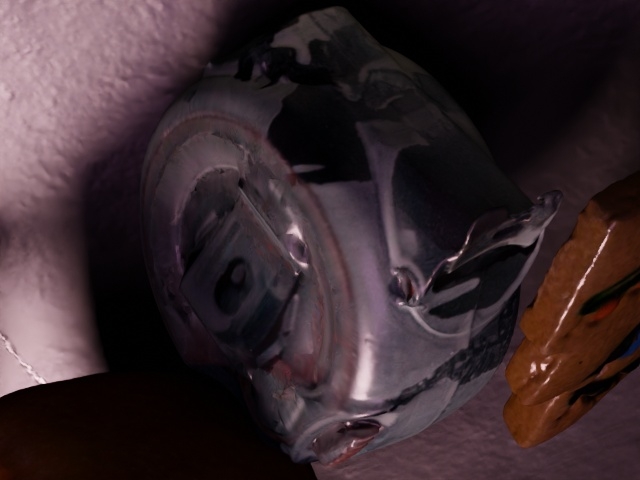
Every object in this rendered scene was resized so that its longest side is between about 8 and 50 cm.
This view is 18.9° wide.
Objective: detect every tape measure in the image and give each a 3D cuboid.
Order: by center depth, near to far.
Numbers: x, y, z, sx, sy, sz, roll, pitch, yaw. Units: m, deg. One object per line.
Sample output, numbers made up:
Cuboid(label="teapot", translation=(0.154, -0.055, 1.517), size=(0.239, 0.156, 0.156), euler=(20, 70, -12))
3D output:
Cuboid(label="tape measure", translation=(0.000, 0.000, 1.182), size=(0.147, 0.256, 0.275), euler=(-19, 146, -36))

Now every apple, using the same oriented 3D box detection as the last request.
Cuboid(label="apple", translation=(-0.130, 0.229, 1.242), size=(0.317, 0.288, 0.288), euler=(12, 129, -45))

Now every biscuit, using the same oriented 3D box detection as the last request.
Cuboid(label="biscuit", translation=(0.201, 0.024, 1.184), size=(0.278, 0.301, 0.043), euler=(-47, 70, 8))
